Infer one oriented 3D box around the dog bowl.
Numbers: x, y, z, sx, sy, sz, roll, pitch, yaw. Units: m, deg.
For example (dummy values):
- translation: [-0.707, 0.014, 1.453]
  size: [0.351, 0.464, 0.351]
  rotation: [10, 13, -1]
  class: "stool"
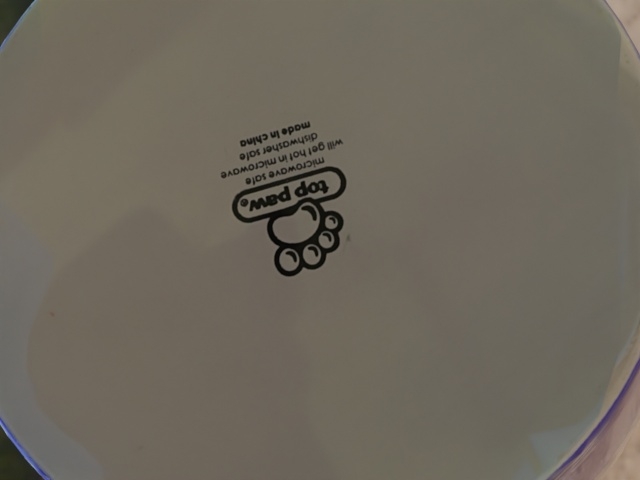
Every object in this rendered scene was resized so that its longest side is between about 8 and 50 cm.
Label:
- translation: [0.000, 0.000, 0.692]
  size: [0.104, 0.265, 0.265]
  rotation: [58, -152, -72]
  class: "dog bowl"
